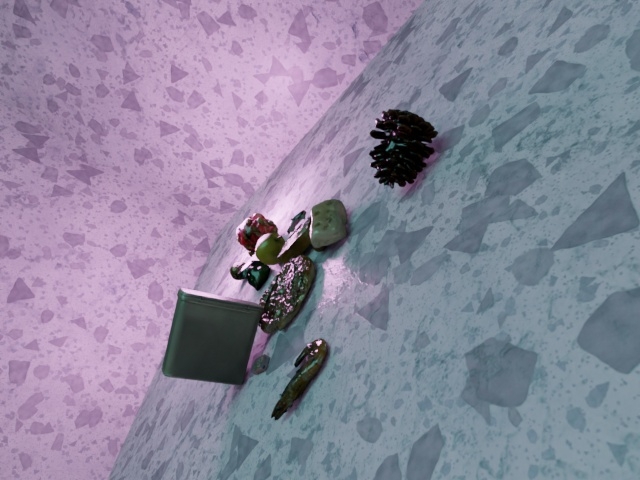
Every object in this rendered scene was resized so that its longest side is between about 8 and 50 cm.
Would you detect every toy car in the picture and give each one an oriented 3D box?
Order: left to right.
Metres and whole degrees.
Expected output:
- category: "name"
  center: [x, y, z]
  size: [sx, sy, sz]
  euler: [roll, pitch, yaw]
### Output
- category: "toy car"
  center: [-0.122, -0.093, 2.144]
  size: [0.142, 0.055, 0.069]
  euler: [-49, 7, 5]

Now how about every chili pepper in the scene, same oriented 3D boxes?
- category: "chili pepper"
  center: [-0.371, 0.171, 2.426]
  size: [0.148, 0.116, 0.264]
  euler: [-54, 21, -3]

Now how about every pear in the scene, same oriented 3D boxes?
- category: "pear"
  center: [-0.254, 0.029, 2.295]
  size: [0.216, 0.166, 0.180]
  euler: [-58, 0, 37]

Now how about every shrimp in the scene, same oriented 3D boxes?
- category: "shrimp"
  center: [-0.076, 0.449, 1.439]
  size: [0.296, 0.058, 0.169]
  euler: [-53, 13, -2]

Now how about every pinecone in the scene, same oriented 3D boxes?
- category: "pinecone"
  center: [0.281, -0.325, 1.557]
  size: [0.246, 0.247, 0.291]
  euler: [-11, 60, 63]

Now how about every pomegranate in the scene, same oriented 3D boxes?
- category: "pomegranate"
  center: [-0.504, 0.195, 2.712]
  size: [0.122, 0.122, 0.161]
  euler: [-61, -6, -14]

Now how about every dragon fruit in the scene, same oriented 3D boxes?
- category: "dragon fruit"
  center: [-0.383, -0.032, 2.617]
  size: [0.231, 0.237, 0.303]
  euler: [-43, 1, -30]

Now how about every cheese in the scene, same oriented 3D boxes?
- category: "cheese"
  center: [0.033, -0.083, 1.861]
  size: [0.159, 0.092, 0.262]
  euler: [-14, 36, 13]

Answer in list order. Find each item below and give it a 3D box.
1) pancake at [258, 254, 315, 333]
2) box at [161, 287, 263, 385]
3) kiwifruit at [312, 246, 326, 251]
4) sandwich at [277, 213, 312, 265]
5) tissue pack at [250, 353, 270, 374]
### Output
- category: "pancake"
  center: [-0.159, 0.243, 1.904]
  size: [0.382, 0.071, 0.382]
  euler: [-44, 27, 29]
- category: "box"
  center: [-0.458, 0.406, 1.827]
  size: [0.177, 0.352, 0.343]
  euler: [-4, 72, 65]
- category: "kiwifruit"
  center: [0.000, 0.000, 1.915]
  size: [0.075, 0.075, 0.124]
  euler: [-43, 19, 31]
- category: "sandwich"
  center: [-0.094, -0.003, 2.103]
  size: [0.251, 0.087, 0.226]
  euler: [-47, 10, 22]
- category: "tissue pack"
  center: [-0.245, 0.503, 1.752]
  size: [0.083, 0.035, 0.063]
  euler: [-37, 27, 41]
